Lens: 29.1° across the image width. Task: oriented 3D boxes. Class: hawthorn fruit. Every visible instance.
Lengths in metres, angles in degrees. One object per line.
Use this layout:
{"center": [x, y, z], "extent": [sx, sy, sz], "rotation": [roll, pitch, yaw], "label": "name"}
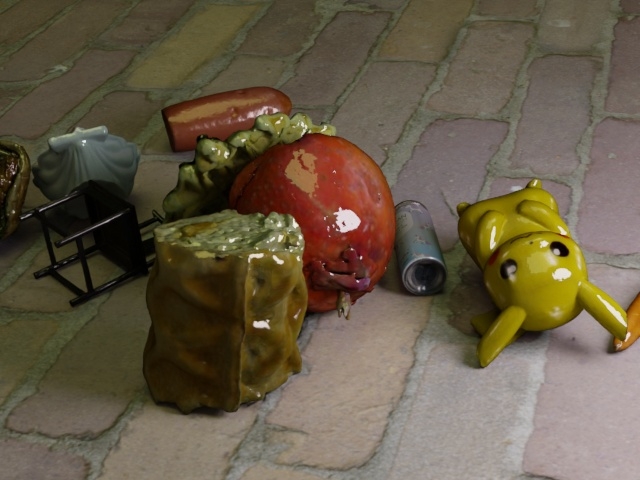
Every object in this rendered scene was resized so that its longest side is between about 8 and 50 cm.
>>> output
{"center": [0.000, 0.000, 1.902], "extent": [0.276, 0.276, 0.307], "rotation": [-13, 57, -15], "label": "hawthorn fruit"}

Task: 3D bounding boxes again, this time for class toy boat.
{"center": [-0.414, -0.112, 2.207], "extent": [0.199, 0.290, 0.100], "rotation": [-18, 72, -8], "label": "toy boat"}

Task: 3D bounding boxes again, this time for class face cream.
{"center": [0.157, 0.002, 2.036], "extent": [0.075, 0.075, 0.229], "rotation": [-6, 29, -2], "label": "face cream"}

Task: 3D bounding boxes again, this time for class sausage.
{"center": [-0.186, -0.248, 2.491], "extent": [0.259, 0.113, 0.113], "rotation": [-12, 30, -11], "label": "sausage"}

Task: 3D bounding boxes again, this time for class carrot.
{"center": [0.510, 0.089, 1.858], "extent": [0.271, 0.066, 0.062], "rotation": [-27, -7, -29], "label": "carrot"}

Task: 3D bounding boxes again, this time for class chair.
{"center": [-0.349, -0.015, 2.080], "extent": [0.260, 0.141, 0.154], "rotation": [-28, 37, -30], "label": "chair"}

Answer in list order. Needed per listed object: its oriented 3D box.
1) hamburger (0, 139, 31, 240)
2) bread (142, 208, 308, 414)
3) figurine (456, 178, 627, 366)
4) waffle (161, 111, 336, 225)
{"center": [-0.590, -0.092, 2.217], "extent": [0.206, 0.183, 0.130], "rotation": [15, 0, 44], "label": "hamburger"}
{"center": [-0.132, 0.094, 1.752], "extent": [0.239, 0.252, 0.196], "rotation": [-19, 29, -32], "label": "bread"}
{"center": [0.303, 0.046, 1.852], "extent": [0.218, 0.169, 0.326], "rotation": [-20, 27, 4], "label": "figurine"}
{"center": [-0.122, -0.082, 2.019], "extent": [0.297, 0.317, 0.073], "rotation": [-11, 52, -38], "label": "waffle"}
